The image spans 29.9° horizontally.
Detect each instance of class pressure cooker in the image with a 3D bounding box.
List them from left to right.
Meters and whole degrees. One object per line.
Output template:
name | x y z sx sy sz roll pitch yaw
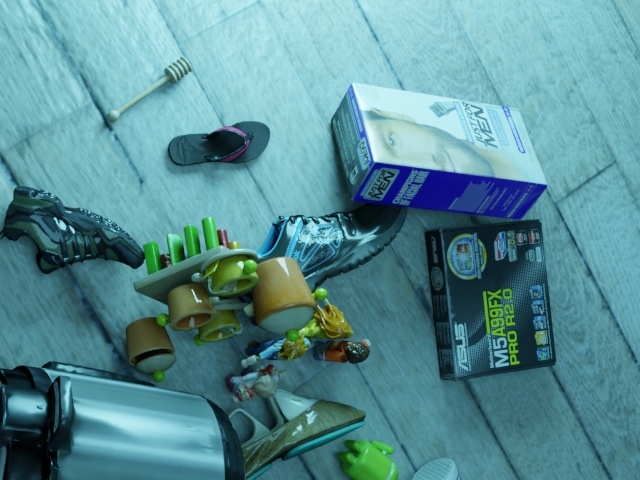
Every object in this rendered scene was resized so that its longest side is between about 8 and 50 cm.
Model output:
pressure cooker | -0.352 0.358 1.639 0.420 0.375 0.370 13 85 -26

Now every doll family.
doll family | -0.041 0.169 1.930 0.262 0.163 0.118 -19 94 -24

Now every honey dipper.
honey dipper | -0.278 -0.242 1.929 0.160 0.030 0.030 -37 101 -19

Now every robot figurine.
robot figurine | 0.083 0.384 2.024 0.115 0.067 0.101 40 67 -17

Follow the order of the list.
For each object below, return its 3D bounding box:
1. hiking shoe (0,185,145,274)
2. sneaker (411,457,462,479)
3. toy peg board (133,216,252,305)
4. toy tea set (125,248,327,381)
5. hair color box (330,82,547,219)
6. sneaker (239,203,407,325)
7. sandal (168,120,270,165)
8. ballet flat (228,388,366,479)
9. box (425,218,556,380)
hiking shoe | -0.384 0.005 1.844 0.226 0.086 0.114 27 92 -17
sneaker | 0.185 0.499 1.994 0.282 0.102 0.161 -35 111 -54
toy peg board | -0.184 0.036 1.863 0.160 0.161 0.079 33 40 -58
toy tea set | -0.152 0.134 1.821 0.200 0.336 0.124 4 60 -44
hair color box | 0.203 -0.151 2.055 0.338 0.110 0.185 4 51 -23
sneaker | 0.000 0.000 1.984 0.340 0.125 0.140 -35 96 -24
sandal | -0.160 -0.157 1.967 0.179 0.040 0.067 -13 91 -25
ballet flat | -0.089 0.319 1.942 0.342 0.116 0.124 -26 79 -19
box | 0.306 0.104 2.149 0.216 0.060 0.270 -5 88 -25
